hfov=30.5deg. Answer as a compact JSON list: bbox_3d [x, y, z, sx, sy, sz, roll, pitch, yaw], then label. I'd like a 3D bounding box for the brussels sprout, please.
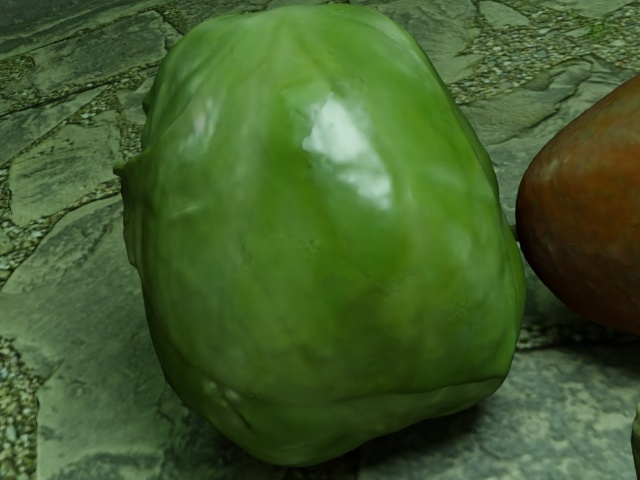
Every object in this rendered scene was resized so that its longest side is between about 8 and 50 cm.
[{"bbox_3d":[0.000,0.000,0.789,0.247,0.328,0.328,0,21,-21],"label":"brussels sprout"}]

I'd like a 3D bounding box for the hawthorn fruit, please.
[{"bbox_3d":[0.221,-0.016,0.798,0.251,0.199,0.199,-8,26,47],"label":"hawthorn fruit"}]

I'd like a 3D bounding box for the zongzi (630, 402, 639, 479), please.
[{"bbox_3d":[0.218,0.184,0.289,0.145,0.300,0.273,-44,37,-18],"label":"zongzi"}]
